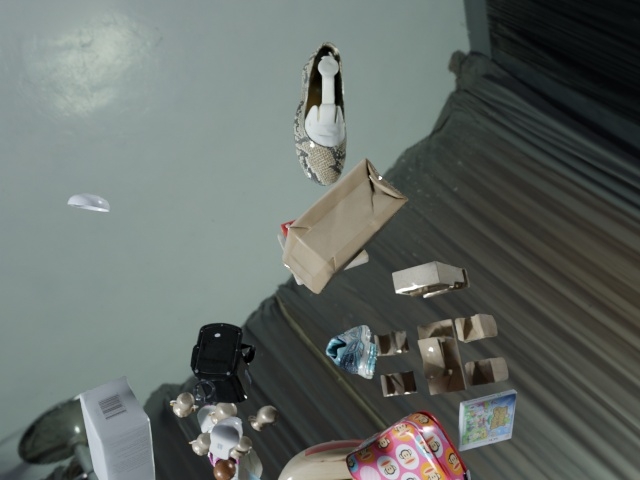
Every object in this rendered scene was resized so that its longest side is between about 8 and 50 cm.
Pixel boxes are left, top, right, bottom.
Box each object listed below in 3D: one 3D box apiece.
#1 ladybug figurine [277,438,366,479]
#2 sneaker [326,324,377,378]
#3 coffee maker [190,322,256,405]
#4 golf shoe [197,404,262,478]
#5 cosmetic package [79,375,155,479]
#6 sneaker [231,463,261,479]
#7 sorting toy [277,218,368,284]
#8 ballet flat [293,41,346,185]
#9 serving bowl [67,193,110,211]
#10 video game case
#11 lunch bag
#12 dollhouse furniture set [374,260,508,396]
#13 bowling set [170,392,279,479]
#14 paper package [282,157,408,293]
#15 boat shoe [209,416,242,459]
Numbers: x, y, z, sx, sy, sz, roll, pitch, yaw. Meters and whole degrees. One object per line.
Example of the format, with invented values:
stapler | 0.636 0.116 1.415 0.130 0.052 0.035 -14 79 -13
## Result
ladybug figurine | 0.084 0.748 1.797 0.449 0.162 0.305 -1 119 -3
sneaker | 0.077 0.291 1.579 0.283 0.122 0.110 -152 -104 -84
coffee maker | -0.219 0.288 1.228 0.171 0.120 0.178 -57 161 -30
golf shoe | -0.313 0.651 1.823 0.115 0.306 0.140 -52 152 8
cosmetic package | -0.642 0.661 1.815 0.156 0.217 0.385 -18 131 -31
sneaker | -0.159 0.671 1.324 0.150 0.366 0.135 33 101 -13
sorting toy | 0.000 0.000 1.959 0.255 0.257 0.089 -18 132 -9
ballet flat | 0.008 -0.405 1.704 0.164 0.483 0.182 6 151 -11
serving bowl | -0.482 -0.081 1.187 0.083 0.083 0.027 15 81 -54
video game case | 0.553 0.600 1.888 0.193 0.023 0.212 -10 119 -10
lunch bag | 0.226 0.604 1.454 0.120 0.258 0.293 -10 154 -51
dollhouse furniture set | 0.390 0.289 1.845 0.362 0.394 0.256 -18 162 31
bowling set | -0.259 0.511 1.448 0.287 0.200 0.154 16 148 -11
paper package | 0.055 -0.030 1.586 0.309 0.168 0.325 -44 174 -15
boat shoe | -0.198 0.420 1.242 0.184 0.066 0.063 105 10 -48
